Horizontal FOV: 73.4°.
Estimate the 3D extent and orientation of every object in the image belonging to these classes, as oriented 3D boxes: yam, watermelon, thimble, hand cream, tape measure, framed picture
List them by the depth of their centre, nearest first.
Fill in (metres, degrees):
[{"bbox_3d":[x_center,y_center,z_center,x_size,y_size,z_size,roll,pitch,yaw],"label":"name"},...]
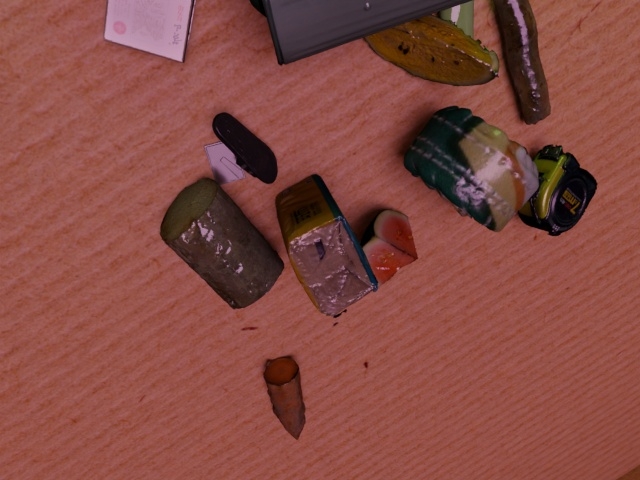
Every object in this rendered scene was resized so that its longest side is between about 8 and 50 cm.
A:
[{"bbox_3d":[0.208,-0.386,0.847,0.300,0.129,0.123,26,114,3],"label":"watermelon"},{"bbox_3d":[0.283,-0.452,0.898,0.095,0.046,0.175,-14,122,-10],"label":"hand cream"},{"bbox_3d":[-0.202,0.016,0.907,0.161,0.161,0.268,-36,119,2],"label":"yam"},{"bbox_3d":[-0.201,-0.166,0.910,0.066,0.007,0.089,-18,116,-8],"label":"framed picture"},{"bbox_3d":[0.323,-0.148,0.923,0.167,0.254,0.288,-52,141,13],"label":"thimble"},{"bbox_3d":[0.448,-0.407,0.946,0.071,0.067,0.318,-43,119,-26],"label":"yam"},{"bbox_3d":[0.141,0.024,1.013,0.145,0.193,0.137,-43,77,36],"label":"watermelon"},{"bbox_3d":[0.571,-0.113,1.063,0.199,0.112,0.186,28,91,-28],"label":"tape measure"}]

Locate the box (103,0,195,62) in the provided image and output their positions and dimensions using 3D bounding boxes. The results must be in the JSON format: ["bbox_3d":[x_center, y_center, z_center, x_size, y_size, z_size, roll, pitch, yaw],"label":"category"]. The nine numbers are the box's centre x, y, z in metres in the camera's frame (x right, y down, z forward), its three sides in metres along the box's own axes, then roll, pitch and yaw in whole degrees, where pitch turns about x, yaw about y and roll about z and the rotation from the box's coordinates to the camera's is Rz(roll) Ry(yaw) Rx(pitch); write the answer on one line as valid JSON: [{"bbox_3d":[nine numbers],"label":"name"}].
[{"bbox_3d":[-0.290,-0.431,0.746,0.140,0.058,0.201,9,109,-18],"label":"box"}]

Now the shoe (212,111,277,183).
[{"bbox_3d":[-0.159,-0.187,0.886,0.179,0.049,0.071,43,60,-36],"label":"shoe"}]

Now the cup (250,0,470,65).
[{"bbox_3d":[0.053,-0.499,0.621,0.391,0.311,0.401,-14,140,0],"label":"cup"}]

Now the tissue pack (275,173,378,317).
[{"bbox_3d":[0.000,0.000,0.889,0.133,0.271,0.192,-28,115,2],"label":"tissue pack"}]

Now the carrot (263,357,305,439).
[{"bbox_3d":[-0.083,0.439,1.150,0.101,0.102,0.263,-14,116,-9],"label":"carrot"}]

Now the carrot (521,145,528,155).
[{"bbox_3d":[0.489,-0.143,1.083,0.047,0.047,0.191,-10,116,-10],"label":"carrot"}]
